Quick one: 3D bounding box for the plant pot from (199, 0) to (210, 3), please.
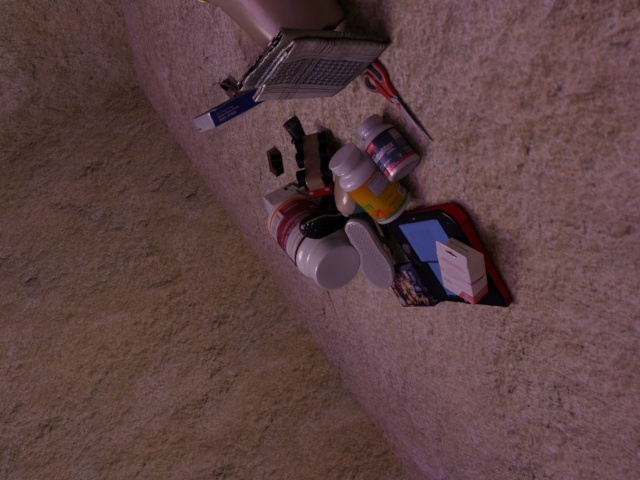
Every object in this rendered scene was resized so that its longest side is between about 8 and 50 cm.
[{"bbox_3d":[-0.297,-0.890,1.659,0.275,0.275,0.293,48,143,26],"label":"plant pot"}]

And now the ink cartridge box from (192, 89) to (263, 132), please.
[{"bbox_3d":[-0.278,-0.500,2.068,0.071,0.324,0.330,63,161,-18],"label":"ink cartridge box"}]

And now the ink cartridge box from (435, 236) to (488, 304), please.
[{"bbox_3d":[0.388,0.071,1.564,0.115,0.067,0.198,34,156,42],"label":"ink cartridge box"}]

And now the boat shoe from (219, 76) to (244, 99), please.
[{"bbox_3d":[-0.373,-0.640,2.478,0.183,0.066,0.066,44,157,35],"label":"boat shoe"}]

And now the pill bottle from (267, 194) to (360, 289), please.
[{"bbox_3d":[-0.027,0.003,2.177,0.392,0.224,0.224,47,159,47],"label":"pill bottle"}]

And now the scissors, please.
[{"bbox_3d":[0.202,-0.382,1.532,0.297,0.021,0.109,51,158,24],"label":"scissors"}]

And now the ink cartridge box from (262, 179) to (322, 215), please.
[{"bbox_3d":[-0.106,-0.151,2.357,0.092,0.219,0.160,43,156,46],"label":"ink cartridge box"}]

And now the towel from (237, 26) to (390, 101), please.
[{"bbox_3d":[-0.025,-0.445,1.485,0.312,0.324,0.056,-23,76,60],"label":"towel"}]

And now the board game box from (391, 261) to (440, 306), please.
[{"bbox_3d":[0.323,0.159,2.052,0.165,0.042,0.243,59,161,-3],"label":"board game box"}]

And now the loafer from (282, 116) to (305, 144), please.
[{"bbox_3d":[-0.088,-0.384,2.185,0.170,0.061,0.062,62,160,-15],"label":"loafer"}]

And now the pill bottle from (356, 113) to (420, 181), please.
[{"bbox_3d":[0.187,-0.265,1.619,0.180,0.108,0.108,53,161,14],"label":"pill bottle"}]

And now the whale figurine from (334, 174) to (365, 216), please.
[{"bbox_3d":[0.118,-0.185,1.919,0.272,0.141,0.216,-116,27,-77],"label":"whale figurine"}]

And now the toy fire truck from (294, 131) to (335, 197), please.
[{"bbox_3d":[-0.014,-0.233,2.055,0.246,0.158,0.217,55,-154,-56],"label":"toy fire truck"}]

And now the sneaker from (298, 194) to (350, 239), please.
[{"bbox_3d":[0.022,-0.097,2.027,0.124,0.283,0.107,47,140,29],"label":"sneaker"}]

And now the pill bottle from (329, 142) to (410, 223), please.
[{"bbox_3d":[0.143,-0.174,1.710,0.246,0.136,0.136,41,169,-24],"label":"pill bottle"}]

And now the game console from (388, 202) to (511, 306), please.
[{"bbox_3d":[0.374,0.052,1.734,0.342,0.060,0.386,61,161,-9],"label":"game console"}]

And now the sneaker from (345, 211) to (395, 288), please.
[{"bbox_3d":[0.194,0.021,2.021,0.126,0.127,0.321,-4,128,30],"label":"sneaker"}]

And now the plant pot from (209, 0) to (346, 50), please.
[{"bbox_3d":[-0.108,-0.641,1.504,0.305,0.334,0.334,50,163,-12],"label":"plant pot"}]

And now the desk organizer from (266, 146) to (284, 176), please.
[{"bbox_3d":[-0.199,-0.348,2.542,0.050,0.047,0.130,43,157,30],"label":"desk organizer"}]
